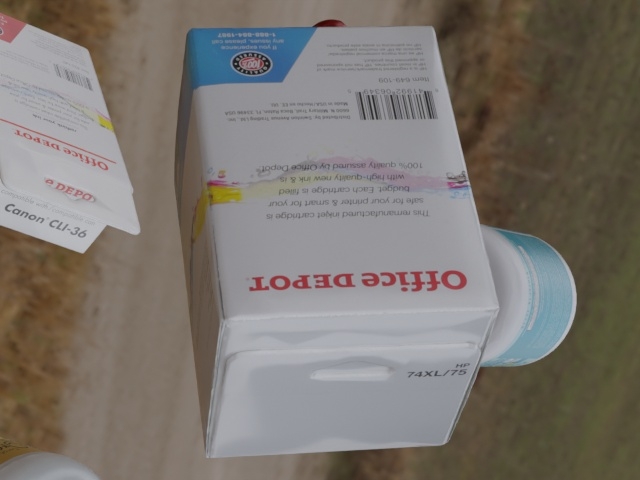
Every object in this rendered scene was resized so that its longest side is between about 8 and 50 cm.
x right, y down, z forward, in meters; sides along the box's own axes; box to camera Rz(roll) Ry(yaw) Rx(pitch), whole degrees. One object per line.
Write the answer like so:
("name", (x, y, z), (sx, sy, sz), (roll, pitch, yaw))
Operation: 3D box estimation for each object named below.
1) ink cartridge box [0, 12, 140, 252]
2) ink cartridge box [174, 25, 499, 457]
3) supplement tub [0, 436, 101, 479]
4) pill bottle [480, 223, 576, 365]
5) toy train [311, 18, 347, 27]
("ink cartridge box", (-0.201, -0.067, 1.147), (0.115, 0.198, 0.067), (21, 122, -37))
("ink cartridge box", (0.000, 0.000, 1.288), (0.197, 0.198, 0.270), (102, -17, -53))
("supplement tub", (-0.332, 0.296, 1.598), (0.228, 0.316, 0.228), (-22, 117, -52))
("pill bottle", (0.179, 0.059, 1.761), (0.264, 0.146, 0.146), (9, 104, -64))
("toy train", (-0.043, -0.117, 1.711), (0.248, 0.143, 0.105), (109, -33, -63))
